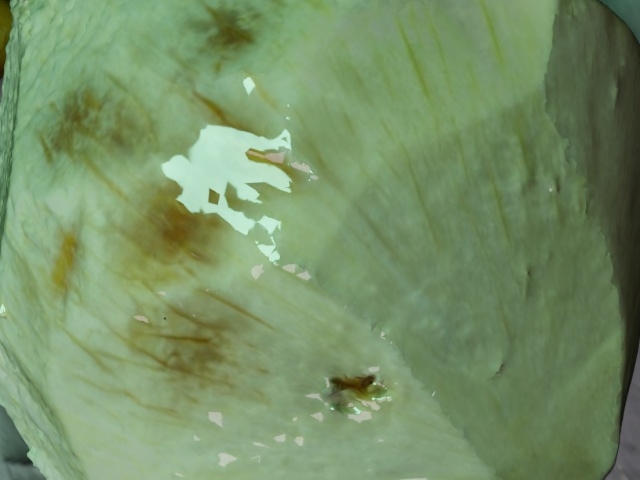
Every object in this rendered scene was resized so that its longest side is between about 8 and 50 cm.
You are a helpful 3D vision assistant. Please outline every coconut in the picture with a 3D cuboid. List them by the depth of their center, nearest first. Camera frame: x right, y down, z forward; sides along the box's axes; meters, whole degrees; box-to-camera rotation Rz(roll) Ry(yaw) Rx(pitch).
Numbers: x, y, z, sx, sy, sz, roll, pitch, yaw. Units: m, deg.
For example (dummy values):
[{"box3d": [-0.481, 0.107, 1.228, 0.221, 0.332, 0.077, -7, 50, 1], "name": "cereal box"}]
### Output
[{"box3d": [0.000, 0.000, 0.812, 0.415, 0.344, 0.415, 39, 141, 42], "name": "coconut"}]

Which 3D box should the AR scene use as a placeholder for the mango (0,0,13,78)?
[{"box3d": [-0.243, -0.124, 1.021, 0.114, 0.060, 0.080, -22, 94, 29], "name": "mango"}]
